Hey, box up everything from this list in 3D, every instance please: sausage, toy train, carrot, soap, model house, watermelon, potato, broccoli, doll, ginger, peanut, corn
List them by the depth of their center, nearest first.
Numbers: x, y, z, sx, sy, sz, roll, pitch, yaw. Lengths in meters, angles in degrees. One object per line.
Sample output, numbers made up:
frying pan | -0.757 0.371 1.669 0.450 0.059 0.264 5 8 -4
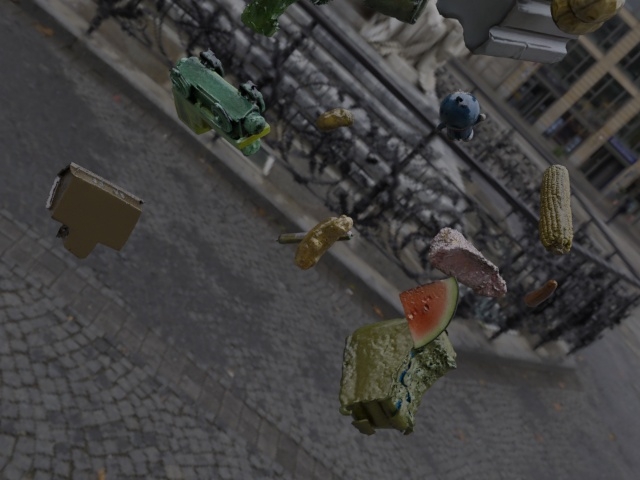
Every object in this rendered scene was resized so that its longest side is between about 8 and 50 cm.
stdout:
doll | 0.308 -0.275 1.664 0.152 0.114 0.085 65 26 -63
model house | -0.515 -0.080 1.670 0.181 0.176 0.248 30 10 -27
peanut | 0.622 -0.553 1.748 0.147 0.147 0.305 43 4 -5
broccoli | -0.092 -0.620 1.754 0.298 0.297 0.297 24 25 -12
potato | 0.035 -0.284 1.756 0.045 0.092 0.046 53 28 -62
watermelon | 0.259 0.158 1.773 0.137 0.193 0.145 32 4 20
carrot | 0.545 0.129 1.838 0.037 0.037 0.190 48 -15 10
soap | 0.570 -0.666 2.000 0.435 0.350 0.213 -10 61 -43
toy train | -0.272 -0.357 2.058 0.369 0.150 0.237 42 -25 32
ginger | 0.003 -0.009 2.148 0.081 0.205 0.115 47 8 -40
corn | 0.689 -0.093 2.199 0.097 0.097 0.319 34 50 -29
sausage | -0.019 -0.009 2.245 0.033 0.269 0.032 11 77 -61

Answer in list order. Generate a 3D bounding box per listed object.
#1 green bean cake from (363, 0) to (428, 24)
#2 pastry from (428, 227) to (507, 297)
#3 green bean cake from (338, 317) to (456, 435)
green bean cake | 0.173 -0.531 1.364 0.132 0.241 0.255 23 24 -5
pastry | 0.362 0.055 1.896 0.265 0.103 0.112 38 22 -36
green bean cake | 0.218 0.374 2.014 0.202 0.285 0.310 59 32 -37
